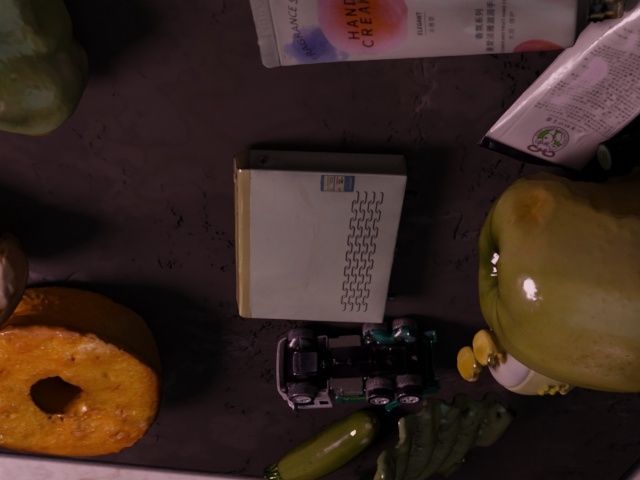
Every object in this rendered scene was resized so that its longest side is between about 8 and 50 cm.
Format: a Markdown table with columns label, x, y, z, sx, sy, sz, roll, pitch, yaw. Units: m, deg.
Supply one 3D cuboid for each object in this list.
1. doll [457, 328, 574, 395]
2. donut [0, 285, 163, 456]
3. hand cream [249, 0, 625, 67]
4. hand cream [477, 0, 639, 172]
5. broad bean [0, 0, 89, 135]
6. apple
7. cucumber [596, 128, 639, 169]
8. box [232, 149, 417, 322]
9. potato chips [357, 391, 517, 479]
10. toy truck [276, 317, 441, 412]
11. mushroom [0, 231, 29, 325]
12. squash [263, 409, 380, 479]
| label | x | y | z | sx | sy | sz | roll | pitch | yaw |
| --- | --- | --- | --- | --- | --- | --- | --- | --- | --- |
| doll | 0.330 | 0.152 | 1.243 | 0.296 | 0.117 | 0.141 | 10 | 141 | -11 |
| donut | -0.348 | 0.175 | 1.280 | 0.302 | 0.110 | 0.303 | -1 | 138 | -1 |
| hand cream | 0.103 | -0.211 | 0.868 | 0.340 | 0.078 | 0.124 | -1 | 140 | 9 |
| hand cream | 0.290 | -0.172 | 0.920 | 0.121 | 0.076 | 0.336 | 20 | 142 | -14 |
| broad bean | -0.312 | -0.189 | 0.874 | 0.169 | 0.100 | 0.228 | -15 | 127 | 9 |
| apple | 0.298 | 0.036 | 0.999 | 0.279 | 0.279 | 0.279 | 0 | 139 | 0 |
| cucumber | 0.352 | -0.108 | 0.988 | 0.133 | 0.032 | 0.032 | -20 | 140 | -10 |
| box | 0.000 | 0.000 | 1.123 | 0.210 | 0.045 | 0.270 | 1 | 139 | -1 |
| potato chips | 0.094 | 0.352 | 1.408 | 0.373 | 0.097 | 0.389 | -19 | 158 | -42 |
| toy truck | 0.053 | 0.182 | 1.291 | 0.215 | 0.110 | 0.116 | -5 | 150 | 5 |
| mushroom | -0.527 | -0.014 | 1.046 | 0.407 | 0.138 | 0.154 | 29 | 119 | -21 |
| squash | 0.007 | 0.334 | 1.495 | 0.066 | 0.066 | 0.252 | 28 | 133 | -29 |
